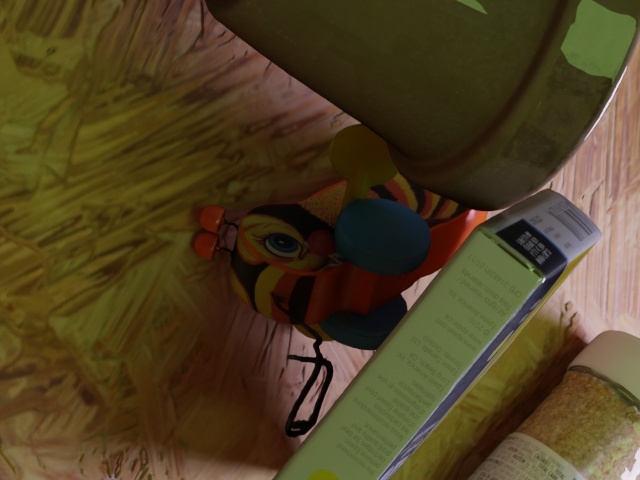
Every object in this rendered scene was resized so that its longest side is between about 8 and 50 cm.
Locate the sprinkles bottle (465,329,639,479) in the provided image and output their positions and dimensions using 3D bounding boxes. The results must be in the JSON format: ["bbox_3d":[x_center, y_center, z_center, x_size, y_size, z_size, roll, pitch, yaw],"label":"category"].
[{"bbox_3d":[0.170,0.234,1.635,0.355,0.121,0.121,-44,125,-18],"label":"sprinkles bottle"}]

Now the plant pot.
[{"bbox_3d":[0.054,-0.173,1.275,0.229,0.263,0.263,18,92,-23],"label":"plant pot"}]

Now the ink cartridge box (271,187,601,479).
[{"bbox_3d":[0.064,0.106,1.375,0.307,0.072,0.303,-53,173,14],"label":"ink cartridge box"}]

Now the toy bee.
[{"bbox_3d":[0.000,0.000,1.430,0.298,0.162,0.195,-21,137,-65],"label":"toy bee"}]
